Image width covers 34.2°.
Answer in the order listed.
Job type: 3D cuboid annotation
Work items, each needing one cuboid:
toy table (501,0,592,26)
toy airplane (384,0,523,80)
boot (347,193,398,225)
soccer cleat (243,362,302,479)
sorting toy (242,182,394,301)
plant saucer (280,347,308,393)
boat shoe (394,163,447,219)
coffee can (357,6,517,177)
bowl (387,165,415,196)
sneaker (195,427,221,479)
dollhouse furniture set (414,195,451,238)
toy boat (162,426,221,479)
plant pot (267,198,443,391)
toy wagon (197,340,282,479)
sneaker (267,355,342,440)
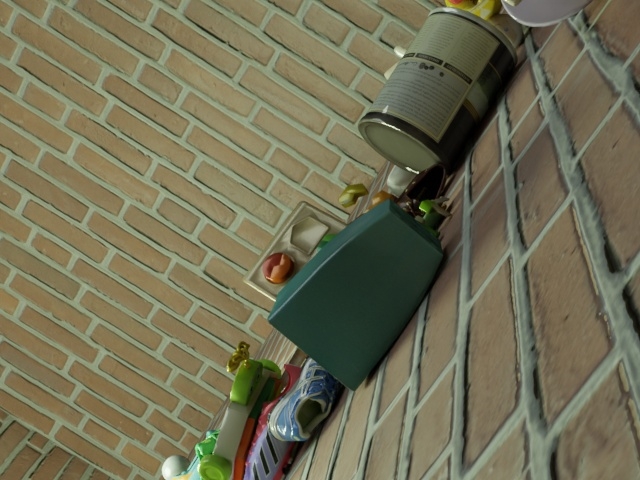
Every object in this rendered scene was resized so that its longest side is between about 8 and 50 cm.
[{"bbox_3d":[0.360,-0.455,1.537,0.274,0.252,0.161,-68,-15,9],"label":"toy table"},{"bbox_3d":[0.346,-0.497,2.245,0.385,0.272,0.386,-16,-29,-27],"label":"toy airplane"},{"bbox_3d":[0.051,0.026,2.252,0.283,0.109,0.220,-44,-9,-26],"label":"boot"},{"bbox_3d":[-0.078,0.323,1.716,0.248,0.095,0.083,-58,3,-14],"label":"soccer cleat"},{"bbox_3d":[0.000,0.000,2.098,0.307,0.229,0.041,-54,-38,-10],"label":"sorting toy"},{"bbox_3d":[0.002,0.203,2.111,0.310,0.050,0.310,-56,3,5],"label":"plant saucer"},{"bbox_3d":[0.167,-0.058,1.896,0.207,0.073,0.073,-59,2,-28],"label":"boat shoe"},{"bbox_3d":[0.228,-0.283,2.015,0.275,0.202,0.201,-58,3,-11],"label":"coffee can"},{"bbox_3d":[0.203,-0.150,2.159,0.142,0.053,0.142,-57,-21,-1],"label":"bowl"},{"bbox_3d":[-0.171,0.397,2.001,0.295,0.124,0.109,-67,10,-26],"label":"sneaker"},{"bbox_3d":[0.187,-0.023,1.712,0.152,0.059,0.076,-18,-43,-64],"label":"dollhouse furniture set"},{"bbox_3d":[-0.262,0.512,2.233,0.267,0.148,0.318,-59,4,-19],"label":"toy boat"},{"bbox_3d":[0.067,0.065,1.540,0.234,0.166,0.165,-49,5,12],"label":"plant pot"},{"bbox_3d":[-0.132,0.324,1.799,0.267,0.068,0.344,-61,-16,-51],"label":"toy wagon"},{"bbox_3d":[0.004,0.236,1.663,0.211,0.080,0.081,-58,26,-16],"label":"sneaker"}]
